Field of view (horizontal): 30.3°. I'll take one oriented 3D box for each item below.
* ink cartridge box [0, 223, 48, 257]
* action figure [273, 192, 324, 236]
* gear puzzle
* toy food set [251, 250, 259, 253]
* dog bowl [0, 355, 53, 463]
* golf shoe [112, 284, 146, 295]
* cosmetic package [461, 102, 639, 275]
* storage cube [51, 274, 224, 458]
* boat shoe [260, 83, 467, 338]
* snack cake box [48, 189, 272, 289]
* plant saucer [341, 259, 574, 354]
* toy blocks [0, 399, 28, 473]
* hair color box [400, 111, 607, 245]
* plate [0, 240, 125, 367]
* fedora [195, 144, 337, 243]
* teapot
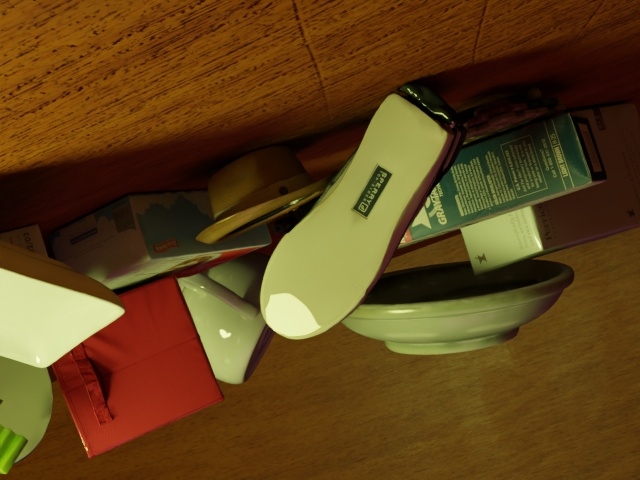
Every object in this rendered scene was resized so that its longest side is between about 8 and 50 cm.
[{"bbox_3d":[-0.366,0.047,1.455,0.061,0.104,0.181,-17,173,-21],"label":"ink cartridge box"},{"bbox_3d":[0.000,0.000,1.907,0.140,0.164,0.275,-8,-179,-9],"label":"action figure"},{"bbox_3d":[0.176,-0.145,1.685,0.175,0.044,0.339,-14,175,-45],"label":"gear puzzle"},{"bbox_3d":[-0.272,0.112,2.317,0.306,0.092,0.219,-14,172,-32],"label":"toy food set"},{"bbox_3d":[-0.570,0.253,1.909,0.104,0.265,0.264,-26,170,40],"label":"dog bowl"},{"bbox_3d":[-0.379,0.069,1.736,0.272,0.105,0.120,-28,156,21],"label":"golf shoe"},{"bbox_3d":[0.387,-0.091,1.939,0.385,0.217,0.156,-15,174,-45],"label":"cosmetic package"},{"bbox_3d":[-0.259,0.171,1.607,0.193,0.184,0.215,-22,177,-14],"label":"storage cube"},{"bbox_3d":[0.064,-0.029,1.432,0.341,0.127,0.158,-54,167,14],"label":"boat shoe"},{"bbox_3d":[-0.207,-0.002,1.571,0.152,0.089,0.264,-24,172,31],"label":"snack cake box"},{"bbox_3d":[0.204,0.109,1.876,0.400,0.101,0.400,-8,-173,1],"label":"plant saucer"},{"bbox_3d":[-0.572,0.185,1.424,0.381,0.261,0.191,-1,-132,40],"label":"toy blocks"},{"bbox_3d":[0.219,-0.078,1.695,0.347,0.105,0.174,-19,176,20],"label":"hair color box"},{"bbox_3d":[-0.374,0.048,1.248,0.278,0.045,0.277,22,153,-23],"label":"plate"},{"bbox_3d":[-0.076,-0.064,1.454,0.194,0.079,0.194,-26,178,-1],"label":"fedora"},{"bbox_3d":[-0.170,0.116,2.071,0.256,0.187,0.252,-67,174,33],"label":"teapot"}]
